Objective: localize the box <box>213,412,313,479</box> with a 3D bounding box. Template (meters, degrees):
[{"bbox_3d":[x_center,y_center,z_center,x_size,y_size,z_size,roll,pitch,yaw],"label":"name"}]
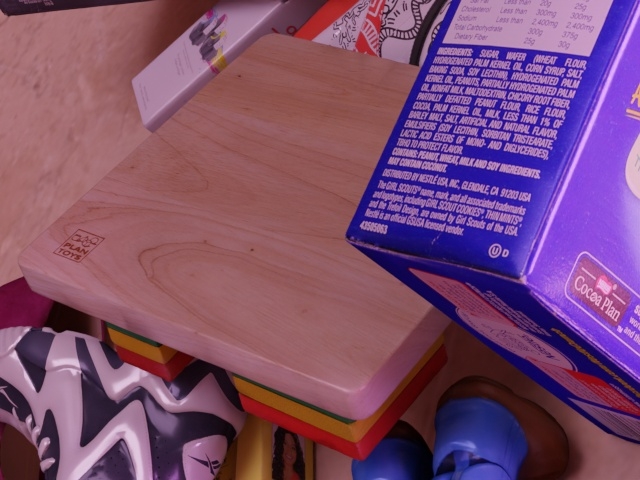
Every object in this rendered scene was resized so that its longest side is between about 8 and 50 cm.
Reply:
[{"bbox_3d":[-0.052,0.134,1.081,0.087,0.058,0.232,-24,50,32],"label":"box"}]

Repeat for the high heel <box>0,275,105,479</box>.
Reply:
[{"bbox_3d":[-0.181,0.150,1.158,0.181,0.127,0.377,-46,45,2],"label":"high heel"}]

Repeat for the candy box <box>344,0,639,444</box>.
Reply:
[{"bbox_3d":[0.184,-0.077,0.823,0.122,0.268,0.317,15,75,44],"label":"candy box"}]

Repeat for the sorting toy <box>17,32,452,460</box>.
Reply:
[{"bbox_3d":[0.000,0.000,0.988,0.257,0.089,0.255,18,50,34],"label":"sorting toy"}]

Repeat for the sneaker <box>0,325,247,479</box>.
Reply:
[{"bbox_3d":[-0.163,0.145,1.053,0.235,0.094,0.153,2,61,26],"label":"sneaker"}]

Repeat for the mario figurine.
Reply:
[{"bbox_3d":[0.065,0.232,0.841,0.320,0.170,0.198,-72,0,-51],"label":"mario figurine"}]

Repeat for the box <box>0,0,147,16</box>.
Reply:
[{"bbox_3d":[-0.059,-0.312,1.272,0.395,0.097,0.318,2,40,45],"label":"box"}]

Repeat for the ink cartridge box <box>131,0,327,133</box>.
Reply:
[{"bbox_3d":[-0.039,-0.133,1.211,0.181,0.104,0.062,-39,42,19],"label":"ink cartridge box"}]

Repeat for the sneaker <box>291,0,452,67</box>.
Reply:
[{"bbox_3d":[0.054,-0.102,1.106,0.270,0.090,0.145,-50,59,30],"label":"sneaker"}]
